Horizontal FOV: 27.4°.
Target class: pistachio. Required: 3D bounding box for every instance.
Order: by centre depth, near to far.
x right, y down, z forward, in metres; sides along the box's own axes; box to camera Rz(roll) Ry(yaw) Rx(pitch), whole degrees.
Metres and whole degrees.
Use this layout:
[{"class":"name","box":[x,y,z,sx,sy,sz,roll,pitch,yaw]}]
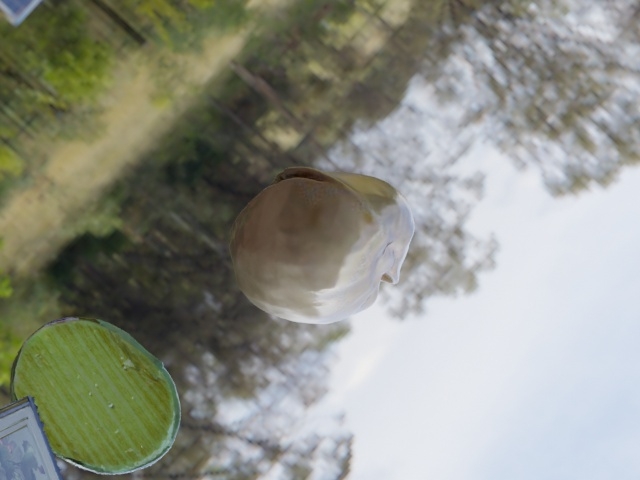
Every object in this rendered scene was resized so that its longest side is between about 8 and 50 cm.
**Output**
[{"class":"pistachio","box":[0.000,0.000,1.803,0.230,0.230,0.309,-50,-155,-23]}]

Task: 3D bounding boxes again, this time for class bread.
[{"class":"bread","box":[-0.369,0.258,2.148,0.045,0.301,0.301,-49,-177,38]}]

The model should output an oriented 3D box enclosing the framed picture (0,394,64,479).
[{"class":"framed picture","box":[-0.313,0.270,1.343,0.010,0.195,0.199,-20,-179,22]}]
